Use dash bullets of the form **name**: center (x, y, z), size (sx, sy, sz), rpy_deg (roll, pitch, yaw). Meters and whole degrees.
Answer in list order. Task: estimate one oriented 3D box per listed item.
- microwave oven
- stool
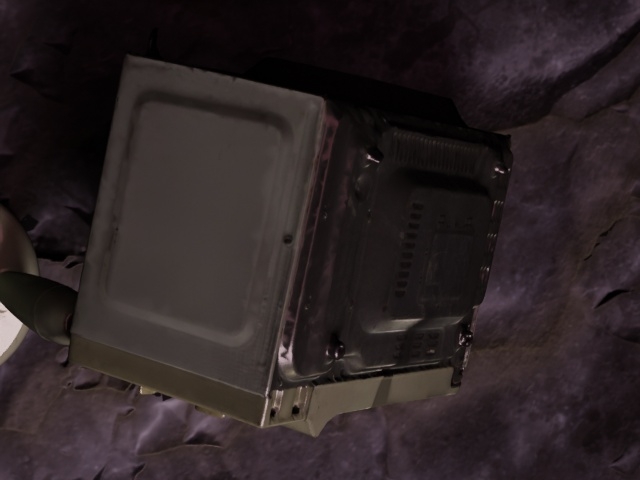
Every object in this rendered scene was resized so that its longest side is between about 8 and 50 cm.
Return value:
- **microwave oven**: center (0.000, 0.000, 1.141), size (0.355, 0.218, 0.286), rpy_deg (4, 100, -60)
- **stool**: center (-0.321, 0.054, 1.129), size (0.195, 0.199, 0.195), rpy_deg (-46, 110, -7)
